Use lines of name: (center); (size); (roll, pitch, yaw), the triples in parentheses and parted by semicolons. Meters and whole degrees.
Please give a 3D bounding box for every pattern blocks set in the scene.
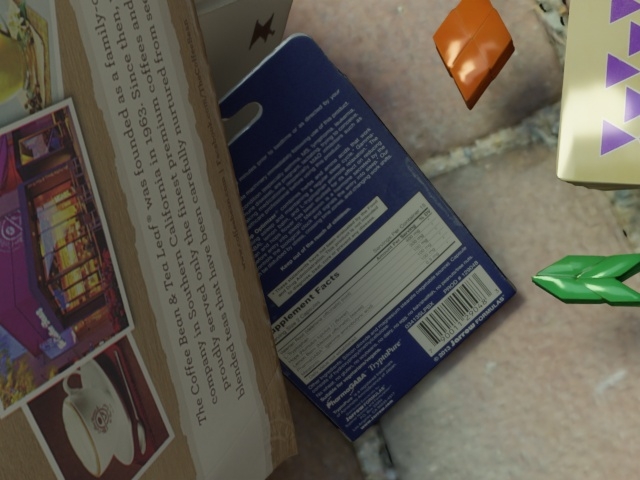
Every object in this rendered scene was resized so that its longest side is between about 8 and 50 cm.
pattern blocks set: (0.208, -0.112, 0.709); (0.285, 0.026, 0.324); (12, 78, 16)

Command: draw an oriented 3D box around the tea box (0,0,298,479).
tea box: (-0.224, -0.006, 0.570); (0.324, 0.220, 0.329); (2, 113, 33)

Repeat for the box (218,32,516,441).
box: (0.000, 0.000, 0.710); (0.136, 0.225, 0.036); (-42, 34, 0)

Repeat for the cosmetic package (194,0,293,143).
cosmetic package: (-0.259, -0.144, 0.774); (0.453, 0.161, 0.230); (30, 124, 18)
